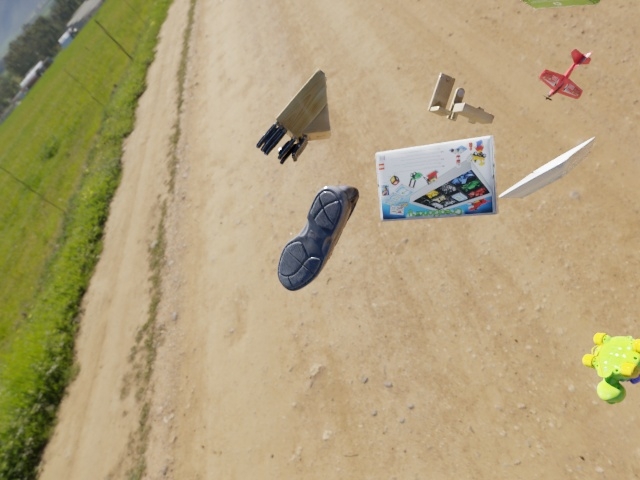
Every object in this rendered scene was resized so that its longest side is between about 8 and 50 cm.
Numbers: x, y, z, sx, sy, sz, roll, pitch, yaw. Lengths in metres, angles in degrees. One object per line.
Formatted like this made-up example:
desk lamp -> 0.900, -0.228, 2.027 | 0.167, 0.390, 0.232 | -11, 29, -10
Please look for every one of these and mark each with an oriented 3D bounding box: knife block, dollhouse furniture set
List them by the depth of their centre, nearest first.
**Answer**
dollhouse furniture set -> 0.450, -0.443, 1.373 | 0.151, 0.144, 0.123 | -143, 69, -69
knife block -> -0.090, -0.388, 1.413 | 0.242, 0.088, 0.275 | -5, 87, 0

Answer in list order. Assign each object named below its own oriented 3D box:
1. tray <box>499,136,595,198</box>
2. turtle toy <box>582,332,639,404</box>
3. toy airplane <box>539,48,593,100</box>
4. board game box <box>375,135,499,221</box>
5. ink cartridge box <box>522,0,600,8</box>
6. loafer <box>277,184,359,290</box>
tray -> 0.482, -0.145, 0.920 | 0.270, 0.030, 0.145 | -26, -6, -46
turtle toy -> 0.534, 0.228, 0.794 | 0.130, 0.066, 0.095 | -53, 18, -15
toy airplane -> 0.648, -0.436, 1.166 | 0.151, 0.151, 0.028 | -29, 41, 23
board game box -> 0.300, -0.155, 1.163 | 0.305, 0.053, 0.193 | -2, 96, 30
ink cartridge box -> 0.389, -0.523, 0.782 | 0.255, 0.097, 0.189 | 42, 119, 57
loafer -> 0.000, 0.000, 1.008 | 0.109, 0.095, 0.302 | 45, 128, 19
